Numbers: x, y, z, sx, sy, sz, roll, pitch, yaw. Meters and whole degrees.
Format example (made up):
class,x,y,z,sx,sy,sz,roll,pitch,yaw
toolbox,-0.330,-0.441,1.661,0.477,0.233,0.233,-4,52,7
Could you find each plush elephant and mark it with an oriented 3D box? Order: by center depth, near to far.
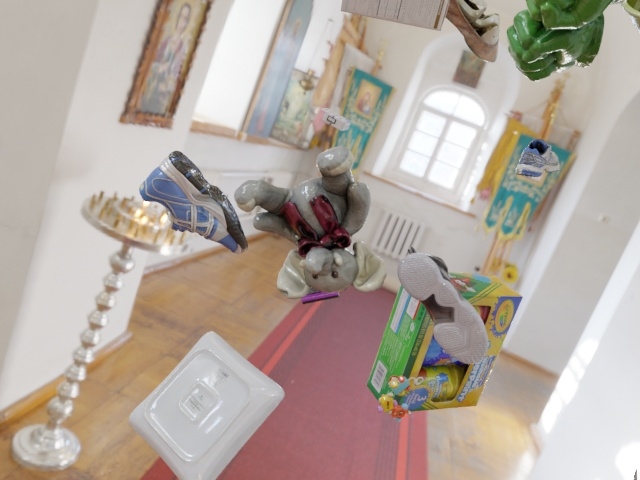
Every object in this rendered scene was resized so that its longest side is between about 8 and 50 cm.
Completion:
class,x,y,z,sx,sy,sz,roll,pitch,yaw
plush elephant,0.000,0.000,1.294,0.272,0.255,0.330,-16,-23,15

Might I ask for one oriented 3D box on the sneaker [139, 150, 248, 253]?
class,x,y,z,sx,sy,sz,roll,pitch,yaw
sneaker,-0.183,-0.044,0.893,0.211,0.081,0.080,51,7,-43

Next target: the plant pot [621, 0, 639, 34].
class,x,y,z,sx,sy,sz,roll,pitch,yaw
plant pot,0.731,-0.387,1.125,0.276,0.276,0.253,36,-16,50

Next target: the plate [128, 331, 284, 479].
class,x,y,z,sx,sy,sz,roll,pitch,yaw
plate,-0.260,0.357,1.300,0.277,0.278,0.045,30,-20,36

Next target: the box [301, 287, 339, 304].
class,x,y,z,sx,sy,sz,roll,pitch,yaw
box,-0.015,0.105,1.824,0.116,0.162,0.029,-12,7,7

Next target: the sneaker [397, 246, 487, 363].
class,x,y,z,sx,sy,sz,roll,pitch,yaw
sneaker,0.263,0.126,1.265,0.268,0.101,0.153,54,16,-6

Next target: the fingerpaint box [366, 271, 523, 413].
class,x,y,z,sx,sy,sz,roll,pitch,yaw
fingerpaint box,0.397,0.331,1.933,0.372,0.444,0.163,4,24,-28

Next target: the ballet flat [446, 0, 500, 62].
class,x,y,z,sx,sy,sz,roll,pitch,yaw
ballet flat,0.429,-0.608,1.650,0.316,0.107,0.106,29,-27,-34

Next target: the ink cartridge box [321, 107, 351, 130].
class,x,y,z,sx,sy,sz,roll,pitch,yaw
ink cartridge box,0.039,-0.343,1.688,0.083,0.028,0.048,33,25,16

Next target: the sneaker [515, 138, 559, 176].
class,x,y,z,sx,sy,sz,roll,pitch,yaw
sneaker,0.388,-0.149,1.045,0.052,0.058,0.135,16,24,32

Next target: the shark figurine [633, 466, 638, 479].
class,x,y,z,sx,sy,sz,roll,pitch,yaw
shark figurine,0.671,0.536,1.128,0.278,0.166,0.116,26,47,-4

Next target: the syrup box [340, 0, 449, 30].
class,x,y,z,sx,sy,sz,roll,pitch,yaw
syrup box,0.171,-0.556,1.366,0.237,0.096,0.093,11,31,1

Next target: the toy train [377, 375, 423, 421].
class,x,y,z,sx,sy,sz,roll,pitch,yaw
toy train,0.223,0.445,1.715,0.125,0.166,0.046,7,25,-32

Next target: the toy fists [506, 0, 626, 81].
class,x,y,z,sx,sy,sz,roll,pitch,yaw
toy fists,0.376,-0.349,0.921,0.143,0.096,0.279,-1,-19,4
